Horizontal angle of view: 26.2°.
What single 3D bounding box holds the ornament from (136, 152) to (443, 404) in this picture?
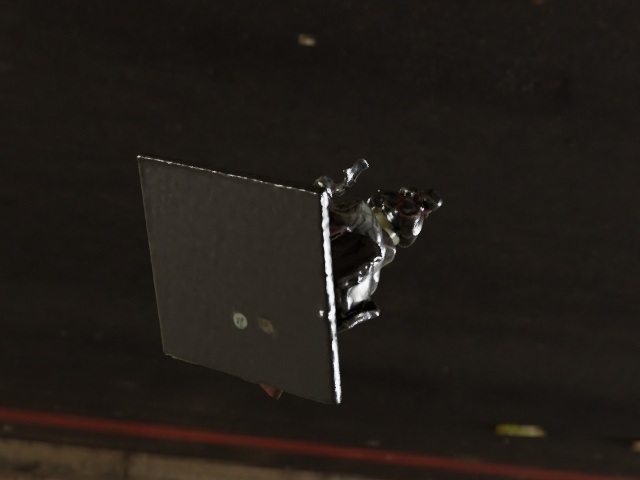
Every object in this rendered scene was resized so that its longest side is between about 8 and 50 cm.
[{"bbox_3d":[0.000,0.000,0.975,0.153,0.166,0.196,14,-151,35],"label":"ornament"}]
